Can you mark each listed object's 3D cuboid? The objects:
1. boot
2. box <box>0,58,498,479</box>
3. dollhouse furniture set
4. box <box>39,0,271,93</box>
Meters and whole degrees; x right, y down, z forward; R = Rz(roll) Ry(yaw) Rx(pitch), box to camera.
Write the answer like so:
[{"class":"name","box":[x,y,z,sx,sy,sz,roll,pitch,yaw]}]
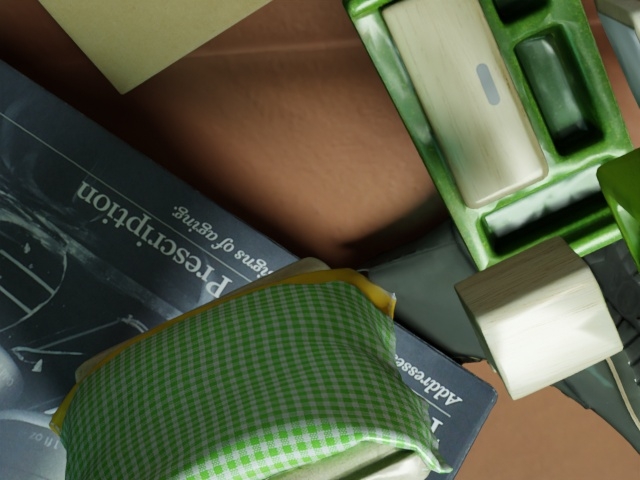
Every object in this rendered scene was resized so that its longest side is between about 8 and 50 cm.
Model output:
[{"class":"boot","box":[0.120,0.060,0.932,0.137,0.077,0.198,-27,98,44]},{"class":"box","box":[-0.141,0.131,0.920,0.343,0.312,0.179,33,154,-3]},{"class":"dollhouse furniture set","box":[0.000,0.000,0.739,0.301,0.197,0.151,-25,106,1]},{"class":"box","box":[-0.084,-0.173,0.866,0.201,0.021,0.164,-26,112,39]}]
